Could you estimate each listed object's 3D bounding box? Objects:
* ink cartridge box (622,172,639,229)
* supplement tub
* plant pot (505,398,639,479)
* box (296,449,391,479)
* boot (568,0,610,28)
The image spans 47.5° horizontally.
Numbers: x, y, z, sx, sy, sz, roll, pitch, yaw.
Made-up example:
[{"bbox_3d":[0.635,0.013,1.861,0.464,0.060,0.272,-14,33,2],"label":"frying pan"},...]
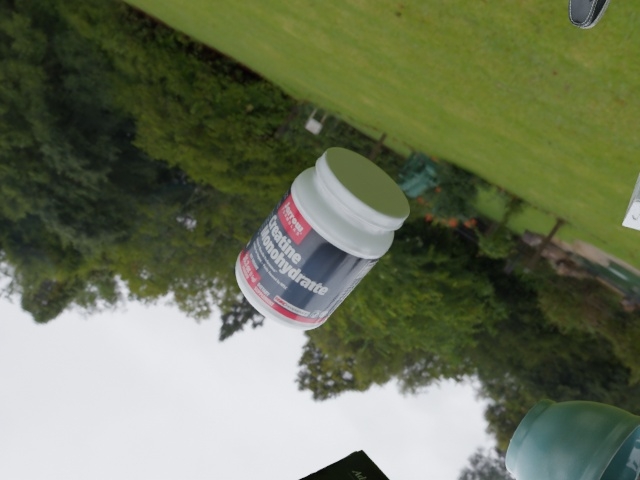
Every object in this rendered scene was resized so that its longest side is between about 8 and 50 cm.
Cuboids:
[{"bbox_3d":[0.617,-0.102,1.339,0.063,0.150,0.109,19,161,18],"label":"ink cartridge box"},{"bbox_3d":[0.000,0.000,1.212,0.191,0.272,0.191,29,-151,-18],"label":"supplement tub"},{"bbox_3d":[0.500,0.439,1.457,0.196,0.293,0.293,29,-179,38],"label":"plant pot"},{"bbox_3d":[-0.006,0.578,0.856,0.472,0.297,0.480,-14,-138,-37],"label":"box"},{"bbox_3d":[0.439,-0.486,1.269,0.179,0.236,0.085,-16,-144,-32],"label":"boot"}]
